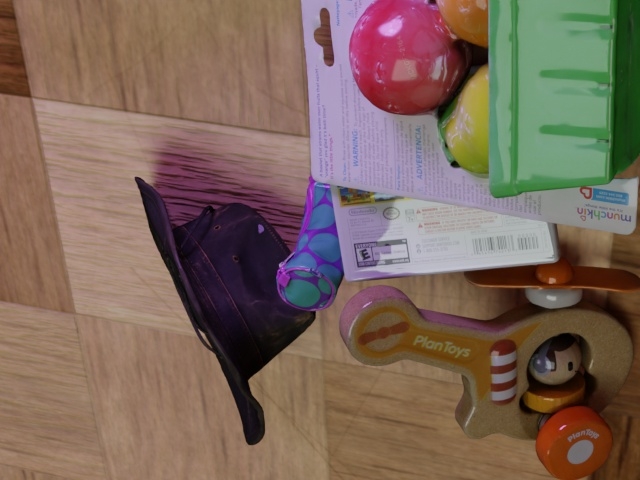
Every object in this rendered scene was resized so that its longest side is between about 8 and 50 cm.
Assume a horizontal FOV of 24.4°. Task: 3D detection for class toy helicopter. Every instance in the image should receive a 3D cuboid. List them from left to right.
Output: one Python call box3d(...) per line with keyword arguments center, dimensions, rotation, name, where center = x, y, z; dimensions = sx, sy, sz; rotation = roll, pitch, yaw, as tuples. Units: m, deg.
box3d(center=(0.186, 0.104, 1.568), dimensions=(0.355, 0.140, 0.235), rotation=(15, 113, -27), name="toy helicopter")

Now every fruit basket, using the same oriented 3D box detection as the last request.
box3d(center=(0.138, -0.184, 1.387), dimensions=(0.353, 0.165, 0.327), rotation=(14, 118, 36), name="fruit basket")

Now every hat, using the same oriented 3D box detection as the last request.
box3d(center=(-0.086, 0.057, 1.647), dimensions=(0.134, 0.331, 0.331), rotation=(-24, 125, -9), name="hat")

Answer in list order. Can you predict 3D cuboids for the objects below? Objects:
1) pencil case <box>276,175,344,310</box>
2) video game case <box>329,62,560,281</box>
box3d(center=(0.000, 0.000, 1.591), dimensions=(0.070, 0.151, 0.064), rotation=(32, 136, -16), name="pencil case")
box3d(center=(0.118, -0.068, 1.504), dimensions=(0.227, 0.026, 0.206), rotation=(-6, 100, 20), name="video game case")
